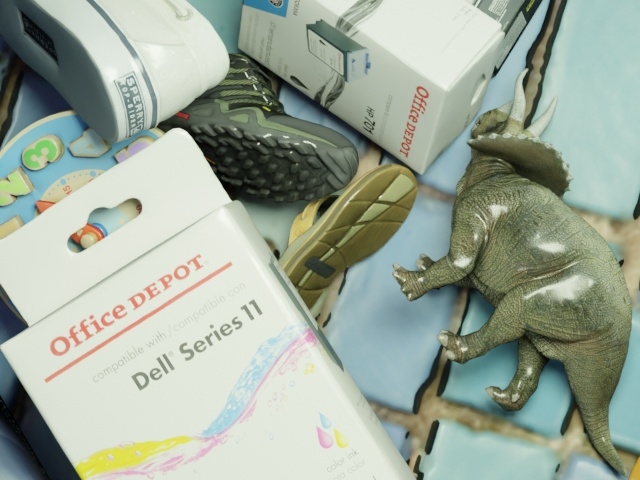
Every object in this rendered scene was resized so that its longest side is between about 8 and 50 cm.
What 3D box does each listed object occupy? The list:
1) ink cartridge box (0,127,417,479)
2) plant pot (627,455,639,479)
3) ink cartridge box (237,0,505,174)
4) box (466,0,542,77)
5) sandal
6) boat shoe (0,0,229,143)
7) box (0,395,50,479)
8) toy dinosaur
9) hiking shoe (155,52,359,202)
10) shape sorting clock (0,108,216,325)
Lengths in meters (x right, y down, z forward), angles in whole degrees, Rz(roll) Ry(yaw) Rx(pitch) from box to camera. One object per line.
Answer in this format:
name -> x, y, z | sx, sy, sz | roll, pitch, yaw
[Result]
ink cartridge box -> -0.097, 0.110, 1.501 | 0.207, 0.119, 0.353 | -33, 91, 5
plant pot -> 0.310, 0.205, 1.405 | 0.205, 0.188, 0.205 | -2, 79, 12
ink cartridge box -> 0.036, -0.160, 1.548 | 0.190, 0.140, 0.082 | 37, 65, 13
box -> 0.121, -0.276, 1.609 | 0.183, 0.059, 0.233 | 30, 87, 16
sandal -> 0.000, 0.000, 1.584 | 0.180, 0.072, 0.049 | -45, 52, 5
boat shoe -> -0.180, -0.220, 1.606 | 0.156, 0.136, 0.367 | -25, 42, -20
box -> -0.288, 0.252, 1.472 | 0.182, 0.294, 0.296 | -34, 74, 2
toy dinosaur -> 0.162, 0.031, 1.509 | 0.160, 0.121, 0.313 | -36, 69, 18
hiking shoe -> -0.062, -0.106, 1.589 | 0.227, 0.086, 0.114 | 16, 55, 23
shape sorting clock -> -0.179, -0.004, 1.589 | 0.206, 0.040, 0.206 | 5, 109, 15
